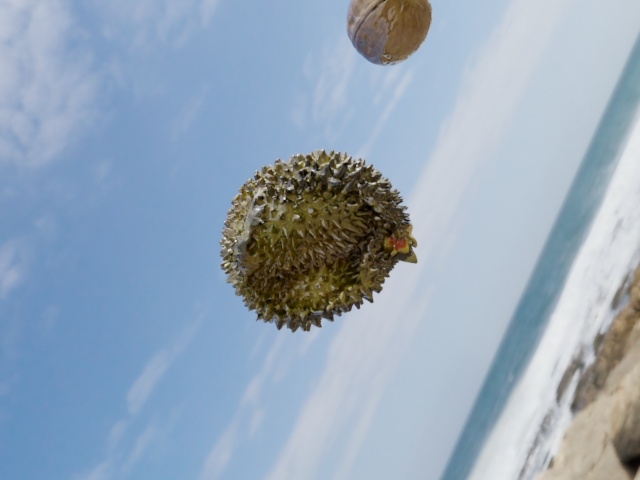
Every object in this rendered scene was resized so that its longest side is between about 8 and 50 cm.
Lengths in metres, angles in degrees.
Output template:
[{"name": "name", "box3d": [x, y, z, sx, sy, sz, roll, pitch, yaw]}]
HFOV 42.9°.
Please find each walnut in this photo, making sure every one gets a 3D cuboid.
[{"name": "walnut", "box3d": [0.131, -0.426, 1.554, 0.167, 0.167, 0.207, -61, -3, -21]}]

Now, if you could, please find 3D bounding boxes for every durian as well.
[{"name": "durian", "box3d": [-0.006, -0.010, 1.181, 0.293, 0.258, 0.258, -28, -20, -3]}]
